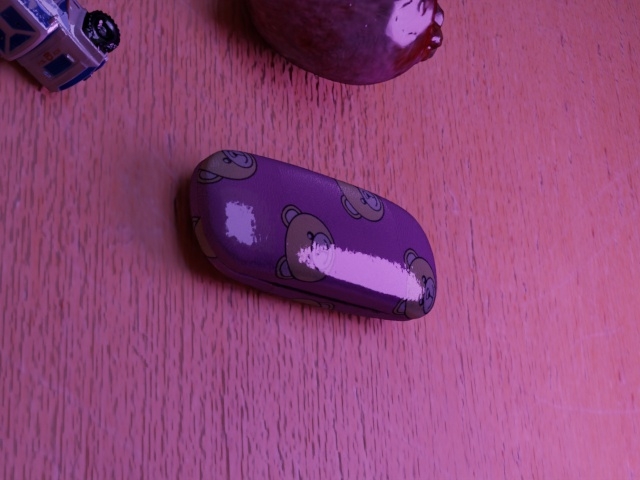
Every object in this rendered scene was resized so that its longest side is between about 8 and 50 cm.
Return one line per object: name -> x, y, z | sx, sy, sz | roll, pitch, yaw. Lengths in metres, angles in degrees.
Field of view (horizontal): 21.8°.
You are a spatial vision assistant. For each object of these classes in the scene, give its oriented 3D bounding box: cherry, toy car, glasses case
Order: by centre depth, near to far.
toy car -> -0.251, -0.200, 1.395 | 0.170, 0.080, 0.070 | 50, 39, -18
glasses case -> 0.000, 0.000, 1.583 | 0.316, 0.076, 0.123 | 17, 56, -44
cherry -> 0.021, -0.254, 1.677 | 0.250, 0.192, 0.175 | -8, 38, -42
